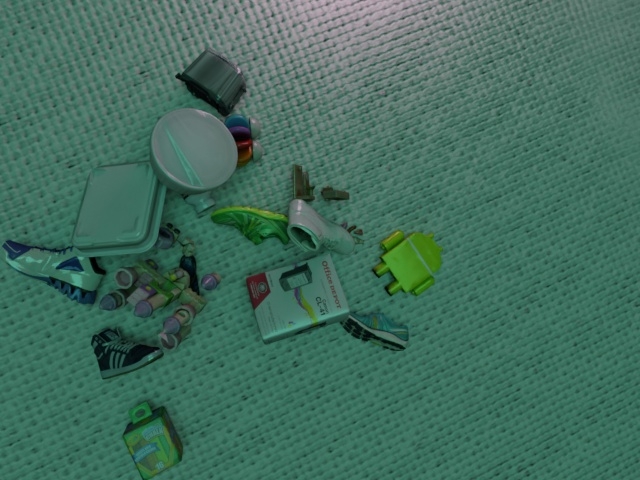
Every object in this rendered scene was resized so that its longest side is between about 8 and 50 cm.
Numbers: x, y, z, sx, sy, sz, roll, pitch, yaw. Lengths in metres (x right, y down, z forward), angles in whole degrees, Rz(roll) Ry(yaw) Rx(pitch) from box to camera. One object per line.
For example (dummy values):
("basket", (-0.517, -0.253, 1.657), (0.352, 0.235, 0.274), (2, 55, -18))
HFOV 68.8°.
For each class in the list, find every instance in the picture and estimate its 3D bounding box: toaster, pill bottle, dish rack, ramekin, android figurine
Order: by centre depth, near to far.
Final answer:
("dish rack", (-0.636, -0.116, 1.466), (0.285, 0.072, 0.333), (-4, 63, 9))
("ramekin", (-0.412, -0.268, 1.479), (0.272, 0.127, 0.273), (10, 72, -31))
("toaster", (-0.359, -0.541, 1.580), (0.227, 0.129, 0.146), (36, 80, 10))
("pill bottle", (-0.432, -0.187, 1.584), (0.103, 0.103, 0.184), (-30, 94, -8))
("android figurine", (0.333, 0.079, 1.736), (0.272, 0.056, 0.248), (-37, 95, -7))

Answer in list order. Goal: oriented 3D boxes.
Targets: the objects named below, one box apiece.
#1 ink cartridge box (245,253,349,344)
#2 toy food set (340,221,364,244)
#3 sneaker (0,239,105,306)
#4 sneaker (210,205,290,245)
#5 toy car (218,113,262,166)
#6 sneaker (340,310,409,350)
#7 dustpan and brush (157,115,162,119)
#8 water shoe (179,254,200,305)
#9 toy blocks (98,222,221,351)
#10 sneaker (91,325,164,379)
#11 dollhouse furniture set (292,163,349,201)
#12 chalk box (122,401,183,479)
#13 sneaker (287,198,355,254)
("ink cartridge box", (-0.080, 0.200, 1.601), (0.306, 0.131, 0.226), (-17, 72, -7))
("toy food set", (0.105, -0.027, 1.716), (0.122, 0.019, 0.078), (5, 89, -10))
("sneaker", (-0.837, 0.061, 1.516), (0.315, 0.127, 0.182), (33, 81, -15))
("sneaker", (-0.234, -0.048, 1.614), (0.295, 0.109, 0.124), (10, 84, -10))
("toy car", (-0.281, -0.347, 1.593), (0.159, 0.136, 0.182), (-6, 91, -9))
("sneaker", (0.194, 0.312, 1.706), (0.275, 0.107, 0.110), (23, 57, -4))
("dustpan and brush", (-0.464, -0.379, 1.601), (0.211, 0.060, 0.147), (20, 111, -8))
("water shoe", (-0.454, 0.148, 1.591), (0.072, 0.080, 0.203), (-6, 91, -9))
("toy blocks", (-0.503, 0.160, 1.433), (0.288, 0.260, 0.309), (37, 106, 4))
("sneaker", (-0.632, 0.345, 1.502), (0.282, 0.099, 0.153), (-22, 88, 29))
("dollhouse furniture set", (0.003, -0.204, 1.638), (0.151, 0.144, 0.123), (-2, 90, 27))
("chalk box", (-0.559, 0.644, 1.541), (0.132, 0.132, 0.213), (-26, 93, -15))
("sneaker", (0.000, 0.000, 1.599), (0.292, 0.169, 0.108), (34, 123, -22))
